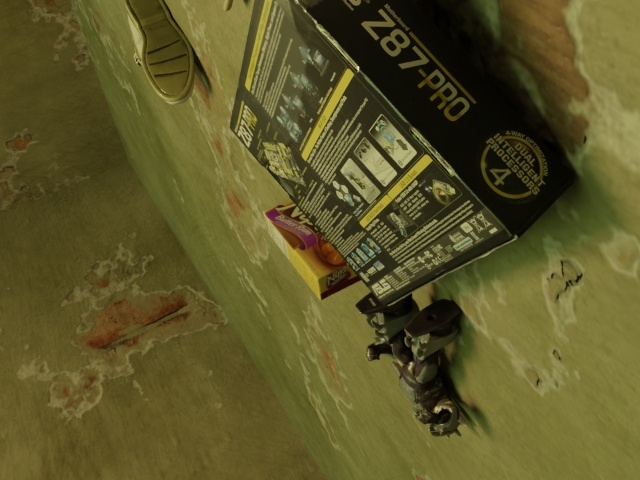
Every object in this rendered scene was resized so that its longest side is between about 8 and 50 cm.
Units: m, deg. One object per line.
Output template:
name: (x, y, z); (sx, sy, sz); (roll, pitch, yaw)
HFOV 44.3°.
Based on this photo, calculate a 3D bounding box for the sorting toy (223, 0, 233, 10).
sorting toy: (-0.154, -0.470, 1.148); (0.208, 0.038, 0.193); (68, 164, 5)

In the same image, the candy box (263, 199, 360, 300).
candy box: (0.000, 0.000, 1.230); (0.186, 0.109, 0.053); (51, 159, 41)

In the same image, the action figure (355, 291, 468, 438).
action figure: (0.132, 0.176, 1.109); (0.185, 0.099, 0.285); (39, 156, 38)

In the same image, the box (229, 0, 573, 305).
box: (0.046, -0.097, 0.840); (0.318, 0.097, 0.395); (47, 163, 3)

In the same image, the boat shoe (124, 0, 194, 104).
boat shoe: (-0.343, -0.411, 1.710); (0.103, 0.113, 0.302); (98, 154, -65)

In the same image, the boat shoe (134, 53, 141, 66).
boat shoe: (-0.436, -0.460, 1.987); (0.184, 0.063, 0.066); (58, 163, 21)
